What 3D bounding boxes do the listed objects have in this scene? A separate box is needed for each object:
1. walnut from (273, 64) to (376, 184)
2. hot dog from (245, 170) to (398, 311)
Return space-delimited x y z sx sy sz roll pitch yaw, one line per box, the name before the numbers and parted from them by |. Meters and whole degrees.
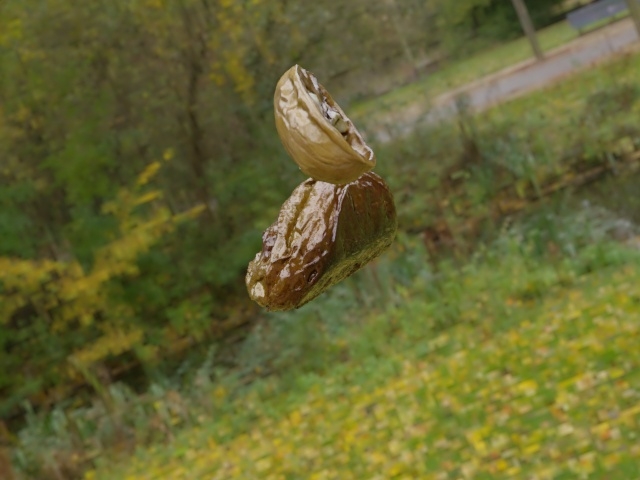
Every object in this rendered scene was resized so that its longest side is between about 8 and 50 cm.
walnut | -0.006 -0.085 1.106 0.052 0.091 0.121 -39 43 11
hot dog | 0.003 0.000 1.509 0.160 0.099 0.227 -52 -16 24
